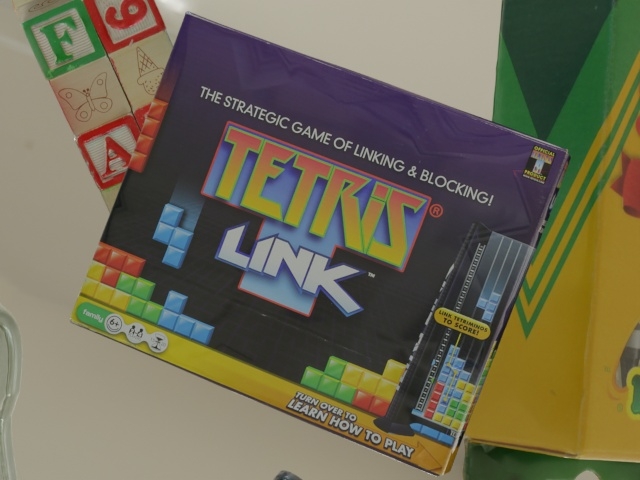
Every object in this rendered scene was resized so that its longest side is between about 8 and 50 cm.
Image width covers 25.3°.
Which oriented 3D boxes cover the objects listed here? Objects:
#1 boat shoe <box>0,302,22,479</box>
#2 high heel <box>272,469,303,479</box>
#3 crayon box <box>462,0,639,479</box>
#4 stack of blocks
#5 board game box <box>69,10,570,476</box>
[{"bbox_3d":[-0.268,0.139,0.971,0.114,0.303,0.091,-8,-141,-41],"label":"boat shoe"},{"bbox_3d":[0.010,0.278,0.864,0.261,0.093,0.186,33,-121,24],"label":"high heel"},{"bbox_3d":[0.180,0.009,0.763,0.202,0.319,0.081,9,174,-40],"label":"crayon box"},{"bbox_3d":[-0.161,-0.142,1.076,0.087,0.171,0.297,-24,-152,-4],"label":"stack of blocks"},{"bbox_3d":[0.000,0.000,0.596,0.170,0.141,0.048,21,-177,10],"label":"board game box"}]
